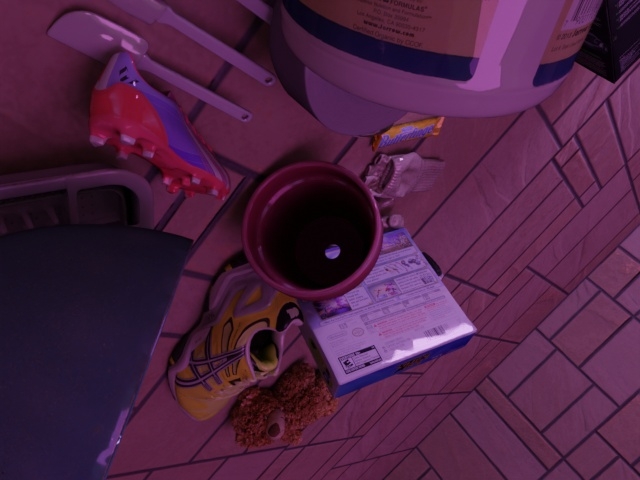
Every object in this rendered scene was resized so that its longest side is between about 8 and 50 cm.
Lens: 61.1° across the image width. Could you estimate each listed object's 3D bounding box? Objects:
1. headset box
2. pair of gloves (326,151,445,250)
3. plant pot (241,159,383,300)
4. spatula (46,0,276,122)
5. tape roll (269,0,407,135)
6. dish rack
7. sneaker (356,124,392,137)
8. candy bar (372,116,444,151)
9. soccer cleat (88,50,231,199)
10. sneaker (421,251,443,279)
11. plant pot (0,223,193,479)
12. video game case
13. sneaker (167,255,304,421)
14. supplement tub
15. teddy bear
[{"bbox_3d":[0.506,-0.444,0.873,0.246,0.131,0.283,-48,147,11],"label":"headset box"},{"bbox_3d":[0.126,-0.059,1.017,0.204,0.042,0.240,1,128,-46],"label":"pair of gloves"},{"bbox_3d":[0.000,0.000,0.837,0.201,0.201,0.180,-41,163,0],"label":"plant pot"},{"bbox_3d":[-0.120,-0.209,0.553,0.168,0.019,0.242,-40,144,26],"label":"spatula"},{"bbox_3d":[0.054,-0.228,0.595,0.219,0.072,0.219,-28,144,-22],"label":"tape roll"},{"bbox_3d":[-0.360,0.039,0.604,0.332,0.072,0.286,-17,141,-33],"label":"dish rack"},{"bbox_3d":[0.060,-0.173,0.774,0.192,0.086,0.064,7,124,-50],"label":"sneaker"},{"bbox_3d":[0.147,-0.181,0.917,0.161,0.018,0.040,-18,141,-32],"label":"candy bar"},{"bbox_3d":[-0.166,-0.114,0.620,0.248,0.082,0.095,35,61,-69],"label":"soccer cleat"},{"bbox_3d":[0.147,0.097,1.172,0.292,0.110,0.118,0,138,-45],"label":"sneaker"},{"bbox_3d":[-0.261,0.103,0.508,0.195,0.290,0.290,21,120,-12],"label":"plant pot"},{"bbox_3d":[0.091,0.113,0.948,0.269,0.244,0.061,-15,145,-22],"label":"video game case"},{"bbox_3d":[-0.155,0.206,0.941,0.145,0.147,0.385,-9,136,-42],"label":"sneaker"},{"bbox_3d":[0.099,-0.264,0.334,0.228,0.228,0.317,-19,139,-30],"label":"supplement tub"},{"bbox_3d":[-0.053,0.403,1.311,0.245,0.113,0.337,-53,146,14],"label":"teddy bear"}]
